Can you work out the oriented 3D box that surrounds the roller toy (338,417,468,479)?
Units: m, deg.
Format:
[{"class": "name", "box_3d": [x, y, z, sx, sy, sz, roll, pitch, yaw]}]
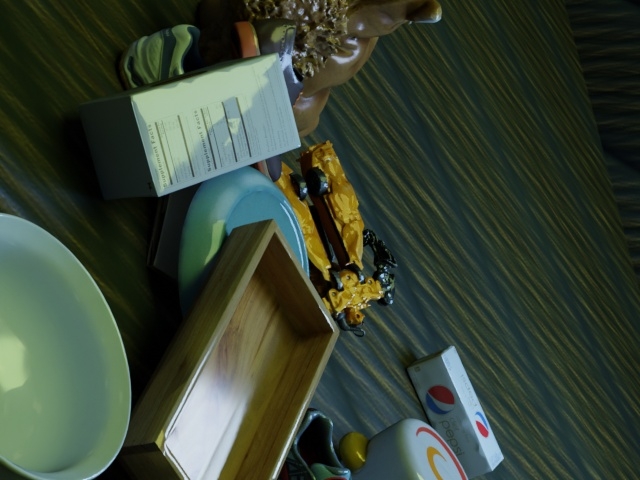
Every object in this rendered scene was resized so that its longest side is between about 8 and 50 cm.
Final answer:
[{"class": "roller toy", "box_3d": [0.121, 0.372, 2.177, 0.209, 0.146, 0.191, 31, 32, -52]}]

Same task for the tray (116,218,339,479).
[{"class": "tray", "box_3d": [-0.106, 0.180, 1.848, 0.203, 0.076, 0.411, 60, 33, -28]}]

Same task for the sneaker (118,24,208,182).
[{"class": "sneaker", "box_3d": [-0.163, -0.167, 2.121, 0.296, 0.131, 0.112, 58, 25, -19]}]

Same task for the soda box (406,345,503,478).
[{"class": "soda box", "box_3d": [0.229, 0.295, 2.525, 0.069, 0.074, 0.216, -23, 89, -64]}]

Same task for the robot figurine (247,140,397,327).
[{"class": "robot figurine", "box_3d": [0.000, 0.000, 2.287, 0.211, 0.085, 0.291, -16, 82, -33]}]

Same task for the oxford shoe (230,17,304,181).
[{"class": "oxford shoe", "box_3d": [-0.066, -0.194, 2.144, 0.097, 0.098, 0.271, -116, -162, -49]}]

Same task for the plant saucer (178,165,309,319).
[{"class": "plant saucer", "box_3d": [-0.092, 0.051, 2.053, 0.317, 0.043, 0.318, 12, 77, -62]}]

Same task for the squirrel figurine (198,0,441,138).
[{"class": "squirrel figurine", "box_3d": [-0.004, -0.332, 2.280, 0.281, 0.370, 0.397, 65, 26, -2]}]

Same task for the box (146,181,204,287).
[{"class": "box", "box_3d": [-0.158, 0.007, 2.070, 0.201, 0.021, 0.164, 39, 49, -44]}]

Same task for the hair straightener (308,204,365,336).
[{"class": "hair straightener", "box_3d": [0.023, 0.049, 2.373, 0.089, 0.047, 0.230, -7, 70, -63]}]

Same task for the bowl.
[{"class": "bowl", "box_3d": [-0.341, 0.129, 1.534, 0.298, 0.134, 0.298, 42, 36, -40]}]

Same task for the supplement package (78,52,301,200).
[{"class": "supplement package", "box_3d": [-0.170, -0.151, 1.956, 0.244, 0.139, 0.134, -22, 103, -38]}]

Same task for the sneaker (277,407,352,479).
[{"class": "sneaker", "box_3d": [-0.014, 0.343, 1.960, 0.104, 0.125, 0.262, 9, 56, -38]}]
